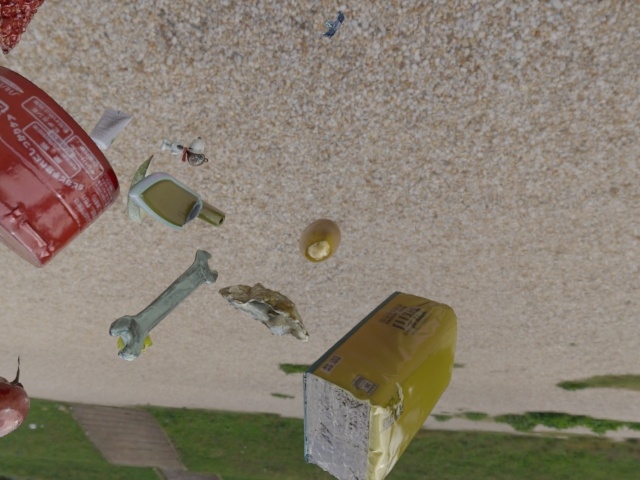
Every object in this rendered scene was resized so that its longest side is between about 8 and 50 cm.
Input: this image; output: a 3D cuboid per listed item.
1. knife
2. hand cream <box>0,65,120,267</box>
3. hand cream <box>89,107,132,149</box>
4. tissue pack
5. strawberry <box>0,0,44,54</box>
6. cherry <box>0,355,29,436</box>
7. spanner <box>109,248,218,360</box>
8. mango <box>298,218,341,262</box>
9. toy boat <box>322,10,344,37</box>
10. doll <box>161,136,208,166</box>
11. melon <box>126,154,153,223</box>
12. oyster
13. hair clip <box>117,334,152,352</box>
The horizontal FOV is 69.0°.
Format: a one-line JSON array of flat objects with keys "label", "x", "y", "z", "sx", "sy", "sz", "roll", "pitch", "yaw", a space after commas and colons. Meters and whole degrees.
[{"label": "knife", "x": -0.190, "y": -0.042, "z": 0.671, "sx": 0.027, "sy": 0.061, "sz": 0.343, "roll": 28, "pitch": 175, "yaw": 5}, {"label": "hand cream", "x": -0.329, "y": -0.075, "z": 0.502, "sx": 0.193, "sy": 0.125, "sz": 0.193, "roll": 29, "pitch": 150, "yaw": 18}, {"label": "hand cream", "x": -0.572, "y": -0.290, "z": 1.245, "sx": 0.084, "sy": 0.142, "sz": 0.053, "roll": 18, "pitch": 154, "yaw": 9}, {"label": "tissue pack", "x": 0.064, "y": 0.140, "z": 0.455, "sx": 0.082, "sy": 0.169, "sz": 0.120, "roll": 18, "pitch": 120, "yaw": 33}, {"label": "strawberry", "x": -0.604, "y": -0.489, "z": 0.894, "sx": 0.234, "sy": 0.178, "sz": 0.234, "roll": 38, "pitch": 152, "yaw": 24}, {"label": "cherry", "x": -0.509, "y": 0.256, "z": 0.707, "sx": 0.126, "sy": 0.087, "sz": 0.106, "roll": -22, "pitch": -155, "yaw": -27}, {"label": "spanner", "x": -0.241, "y": 0.090, "z": 0.762, "sx": 0.017, "sy": 0.302, "sz": 0.071, "roll": -17, "pitch": 105, "yaw": 19}, {"label": "mango", "x": 0.000, "y": 0.000, "z": 1.341, "sx": 0.113, "sy": 0.138, "sz": 0.253, "roll": 43, "pitch": 178, "yaw": -2}, {"label": "toy boat", "x": 0.026, "y": -0.498, "z": 1.077, "sx": 0.038, "sy": 0.038, "sz": 0.083, "roll": 16, "pitch": 159, "yaw": -22}, {"label": "doll", "x": -0.257, "y": -0.169, "z": 0.883, "sx": 0.085, "sy": 0.058, "sz": 0.040, "roll": -4, "pitch": 171, "yaw": -17}, {"label": "melon", "x": -0.484, "y": -0.142, "z": 1.275, "sx": 0.054, "sy": 0.098, "sz": 0.182, "roll": 25, "pitch": 131, "yaw": 9}, {"label": "oyster", "x": -0.180, "y": 0.212, "z": 1.519, "sx": 0.341, "sy": 0.110, "sz": 0.166, "roll": 17, "pitch": 144, "yaw": 33}, {"label": "hair clip", "x": -0.421, "y": 0.226, "z": 1.060, "sx": 0.072, "sy": 0.046, "sz": 0.173, "roll": -5, "pitch": 180, "yaw": -21}]
